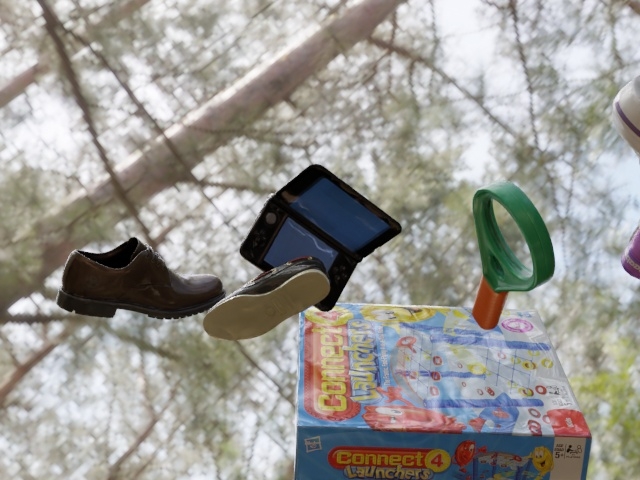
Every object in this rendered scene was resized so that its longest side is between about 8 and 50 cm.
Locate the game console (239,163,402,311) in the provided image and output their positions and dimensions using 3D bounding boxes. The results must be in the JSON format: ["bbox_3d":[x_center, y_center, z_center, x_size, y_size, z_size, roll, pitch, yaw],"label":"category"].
[{"bbox_3d":[0.000,0.000,1.132,0.122,0.107,0.071,36,-16,-22],"label":"game console"}]

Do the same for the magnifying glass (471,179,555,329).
[{"bbox_3d":[0.156,0.023,0.972,0.092,0.026,0.231,58,-14,22],"label":"magnifying glass"}]

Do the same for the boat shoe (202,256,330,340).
[{"bbox_3d":[-0.053,0.058,1.104,0.133,0.042,0.049,-25,-65,7],"label":"boat shoe"}]

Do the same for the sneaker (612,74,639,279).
[{"bbox_3d":[0.304,-0.027,0.965,0.282,0.102,0.161,25,-55,-38],"label":"sneaker"}]

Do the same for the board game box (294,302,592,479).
[{"bbox_3d":[0.122,0.175,1.288,0.301,0.308,0.086,2,-68,-2],"label":"board game box"}]

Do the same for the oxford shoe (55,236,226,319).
[{"bbox_3d":[-0.218,0.047,1.449,0.083,0.227,0.096,31,-68,52],"label":"oxford shoe"}]
